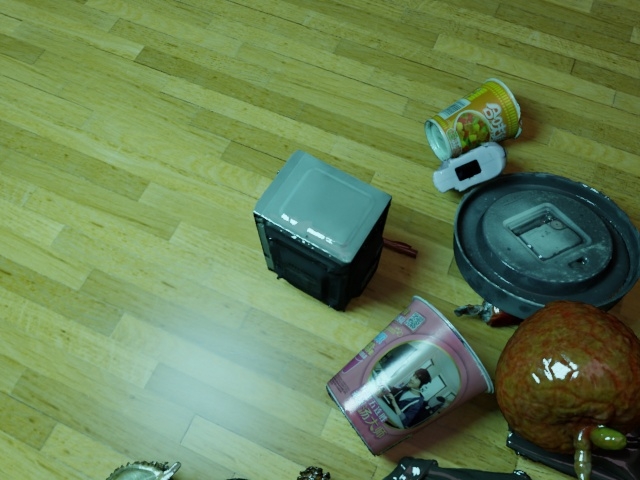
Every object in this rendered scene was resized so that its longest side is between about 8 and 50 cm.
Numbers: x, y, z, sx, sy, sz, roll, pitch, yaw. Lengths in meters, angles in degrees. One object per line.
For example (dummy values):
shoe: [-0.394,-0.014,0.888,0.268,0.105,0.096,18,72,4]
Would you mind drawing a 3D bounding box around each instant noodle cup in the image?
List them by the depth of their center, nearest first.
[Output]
instant noodle cup: [0.155,0.266,0.992,0.255,0.244,0.244,-35,70,-5]
instant noodle cup: [0.364,-0.280,1.268,0.185,0.168,0.168,-27,68,-2]

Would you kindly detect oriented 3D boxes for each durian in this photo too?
durian: [-0.317,0.473,0.959,0.148,0.091,0.188,43,95,16]

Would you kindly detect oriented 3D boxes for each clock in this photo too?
clock: [0.476,0.005,1.119,0.386,0.076,0.386,-2,50,3]
clock: [0.347,-0.171,1.215,0.176,0.117,0.080,-23,98,14]

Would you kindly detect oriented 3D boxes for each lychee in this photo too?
lychee: [0.418,0.242,0.872,0.255,0.255,0.300,15,40,7]

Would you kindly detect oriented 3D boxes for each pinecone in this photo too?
pinecone: [-0.015,0.476,0.957,0.102,0.102,0.109,-13,46,-6]

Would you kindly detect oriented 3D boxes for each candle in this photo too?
candle: [0.145,0.002,1.208,0.167,0.021,0.026,20,88,8]

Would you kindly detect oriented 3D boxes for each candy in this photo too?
candy: [0.429,0.141,1.109,0.292,0.086,0.059,-5,56,-1]

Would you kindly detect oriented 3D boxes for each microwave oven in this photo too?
microwave oven: [0.000,0.000,1.060,0.237,0.295,0.181,29,69,13]

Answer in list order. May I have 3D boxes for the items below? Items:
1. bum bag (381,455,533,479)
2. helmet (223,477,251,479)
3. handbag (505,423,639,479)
bum bag: [0.269,0.481,0.966,0.326,0.079,0.142,11,74,2]
helmet: [-0.169,0.555,0.888,0.231,0.160,0.279,28,68,10]
handbag: [0.509,0.315,1.021,0.257,0.113,0.285,13,68,16]
